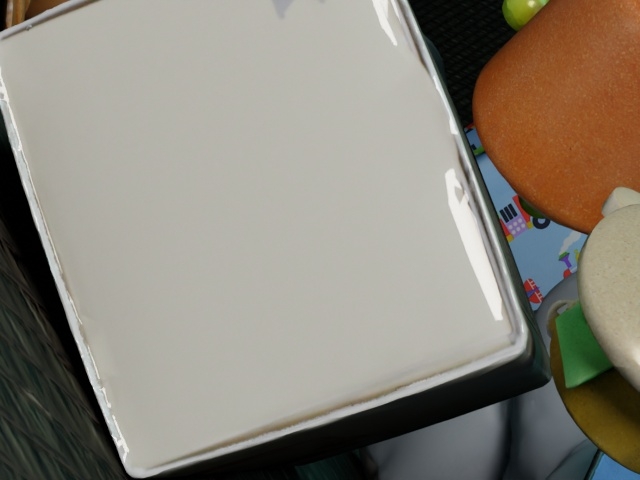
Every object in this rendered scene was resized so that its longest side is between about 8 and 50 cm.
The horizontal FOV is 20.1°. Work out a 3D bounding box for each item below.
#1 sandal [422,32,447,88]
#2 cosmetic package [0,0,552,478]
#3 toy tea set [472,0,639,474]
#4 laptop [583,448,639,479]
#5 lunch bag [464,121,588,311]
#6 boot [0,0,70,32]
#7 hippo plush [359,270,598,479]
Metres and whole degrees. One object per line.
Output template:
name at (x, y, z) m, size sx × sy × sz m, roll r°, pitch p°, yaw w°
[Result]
sandal at (-0.034, -0.101, 1.166) m, size 0.446 × 0.168 × 0.107 m, roll 28°, pitch 55°, yaw -67°
cosmetic package at (0.000, 0.000, 0.670) m, size 0.296 × 0.129 × 0.153 m, roll 41°, pitch 30°, yaw -78°
toy tea set at (0.145, 0.035, 0.629) m, size 0.200 × 0.124 × 0.336 m, roll 22°, pitch 44°, yaw -12°
laptop at (0.282, 0.212, 0.708) m, size 0.382 × 0.408 × 0.236 m, roll 58°, pitch 2°, yaw -16°
lunch bag at (0.149, 0.072, 1.339) m, size 0.293 × 0.221 × 0.138 m, roll 58°, pitch 4°, yaw -13°
boot at (-0.117, -0.100, 0.632) m, size 0.197 × 0.073 × 0.152 m, roll 56°, pitch 13°, yaw -49°
hippo plush at (0.172, 0.143, 0.919) m, size 0.234 × 0.294 × 0.236 m, roll 26°, pitch 27°, yaw -20°
